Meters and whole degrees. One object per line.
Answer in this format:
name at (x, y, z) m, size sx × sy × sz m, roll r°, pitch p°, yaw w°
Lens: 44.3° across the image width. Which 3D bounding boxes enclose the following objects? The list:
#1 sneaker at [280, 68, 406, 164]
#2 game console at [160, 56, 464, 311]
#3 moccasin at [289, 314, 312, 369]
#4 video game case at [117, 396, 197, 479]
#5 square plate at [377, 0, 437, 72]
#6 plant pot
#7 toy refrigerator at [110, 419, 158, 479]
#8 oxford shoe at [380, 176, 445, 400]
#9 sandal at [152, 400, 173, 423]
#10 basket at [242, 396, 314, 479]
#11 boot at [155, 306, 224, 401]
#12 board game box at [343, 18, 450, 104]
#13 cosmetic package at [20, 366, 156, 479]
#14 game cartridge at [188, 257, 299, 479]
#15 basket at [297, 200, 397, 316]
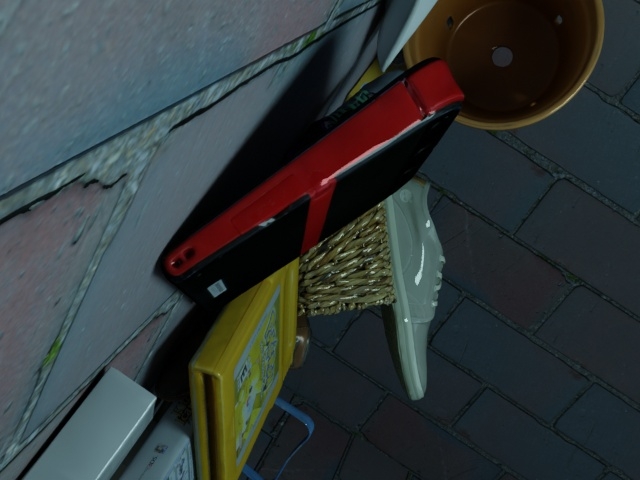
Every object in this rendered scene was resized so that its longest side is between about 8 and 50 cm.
sneaker at (0.042, -0.147, 1.026) m, size 0.223 × 0.083 × 0.098 m, roll -44°, pitch 168°, yaw -3°
game console at (-0.013, -0.043, 0.887) m, size 0.342 × 0.060 × 0.386 m, roll -33°, pitch 173°, yaw -8°
moccasin at (-0.108, 0.145, 1.618) m, size 0.380 × 0.146 × 0.139 m, roll -100°, pitch -157°, yaw -66°
video game case at (-0.206, 0.362, 1.150) m, size 0.244 × 0.061 × 0.270 m, roll -60°, pitch 158°, yaw -54°
square plate at (0.181, -0.413, 0.950) m, size 0.344 × 0.049 × 0.347 m, roll -57°, pitch 178°, yaw -17°
plant pot at (0.284, -0.308, 1.241) m, size 0.291 × 0.290 × 0.203 m, roll -57°, pitch 169°, yaw 8°
toy refrigerator at (-0.318, 0.404, 1.239) m, size 0.270 × 0.094 × 0.102 m, roll -58°, pitch 177°, yaw 31°
oxford shoe at (0.176, 0.081, 1.497) m, size 0.169 × 0.130 × 0.450 m, roll -178°, pitch -99°, yaw -82°
sandal at (-0.229, 0.279, 1.447) m, size 0.120 × 0.086 × 0.303 m, roll -58°, pitch -179°, yaw 45°
basket at (-0.179, 0.403, 1.752) m, size 0.255 × 0.289 × 0.201 m, roll -59°, pitch 177°, yaw 33°
boot at (-0.169, 0.130, 1.138) m, size 0.219 × 0.082 × 0.106 m, roll -50°, pitch 153°, yaw -48°
board game box at (0.115, -0.269, 1.402) m, size 0.317 × 0.064 × 0.242 m, roll -55°, pitch 178°, yaw -29°
cosmetic package at (-0.250, 0.240, 0.738) m, size 0.239 × 0.060 × 0.099 m, roll -55°, pitch 176°, yaw -29°
game cartridge at (-0.100, 0.177, 1.166) m, size 0.324 × 0.052 × 0.285 m, roll -60°, pitch 159°, yaw -49°
basket at (0.000, 0.000, 1.434) m, size 0.299 × 0.213 × 0.223 m, roll -135°, pitch -143°, yaw -80°
